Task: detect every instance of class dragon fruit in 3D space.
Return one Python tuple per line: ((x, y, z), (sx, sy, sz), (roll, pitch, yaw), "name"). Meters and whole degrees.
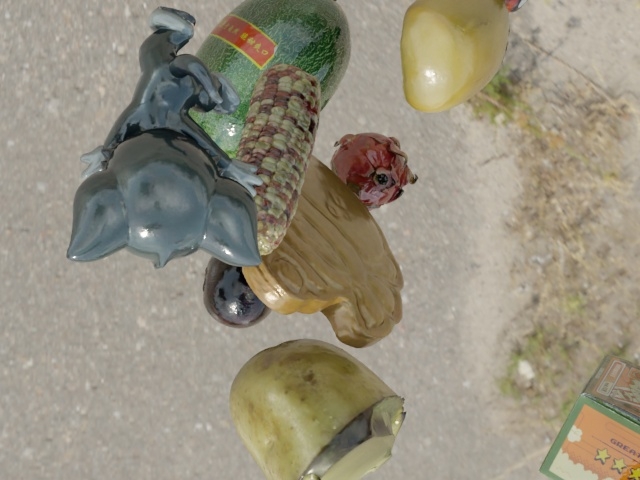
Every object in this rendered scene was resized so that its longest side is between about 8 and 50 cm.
((0.076, -0.114, 1.679), (0.136, 0.166, 0.133), (-32, 103, -5), "dragon fruit")

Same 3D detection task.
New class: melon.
((-0.065, -0.230, 1.410), (0.288, 0.182, 0.182), (-48, 123, -12), "melon")

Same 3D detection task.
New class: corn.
((-0.054, -0.090, 1.194), (0.086, 0.253, 0.086), (8, 146, 5), "corn")

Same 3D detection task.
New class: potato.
((-0.017, 0.235, 1.455), (0.242, 0.242, 0.285), (-42, 163, 15), "potato")

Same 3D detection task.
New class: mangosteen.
((-0.117, 0.072, 1.715), (0.152, 0.152, 0.152), (-6, 123, -9), "mangosteen")

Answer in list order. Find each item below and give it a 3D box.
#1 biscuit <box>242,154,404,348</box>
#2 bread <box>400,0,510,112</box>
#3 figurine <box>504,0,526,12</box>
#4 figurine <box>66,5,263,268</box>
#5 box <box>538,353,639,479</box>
((0.000, 0.000, 1.481), (0.312, 0.351, 0.057), (39, 120, -19), "biscuit")
((0.170, -0.240, 1.283), (0.098, 0.217, 0.147), (4, 119, 24), "bread")
((0.273, -0.355, 1.419), (0.140, 0.075, 0.068), (-21, 139, 17), "figurine")
((-0.137, -0.096, 1.066), (0.193, 0.140, 0.265), (13, 91, -18), "figurine")
((0.433, 0.278, 1.485), (0.177, 0.195, 0.148), (30, 112, 17), "box")
